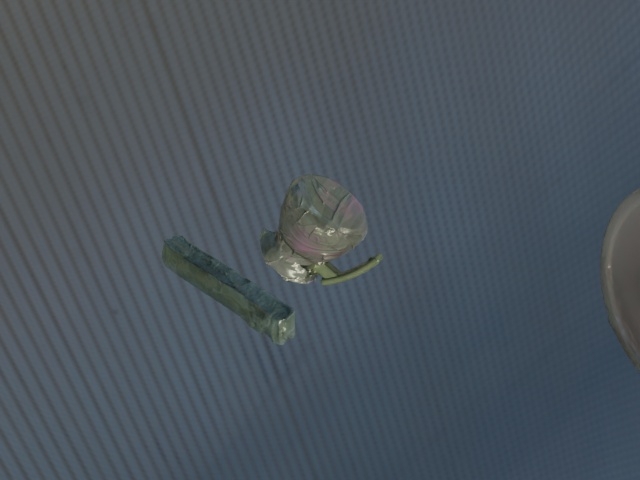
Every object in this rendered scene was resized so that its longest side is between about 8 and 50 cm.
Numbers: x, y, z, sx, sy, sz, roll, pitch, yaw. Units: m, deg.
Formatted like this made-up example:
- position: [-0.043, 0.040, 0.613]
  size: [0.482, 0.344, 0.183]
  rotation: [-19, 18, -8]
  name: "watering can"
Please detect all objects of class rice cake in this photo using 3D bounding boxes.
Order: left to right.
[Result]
- position: [-0.060, 0.031, 0.843]
  size: [0.022, 0.121, 0.022]
  rotation: [-28, 134, -36]
  name: "rice cake"

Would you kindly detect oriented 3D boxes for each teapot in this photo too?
- position: [0.000, 0.000, 0.915]
  size: [0.064, 0.083, 0.064]
  rotation: [-50, 178, 31]
  name: "teapot"

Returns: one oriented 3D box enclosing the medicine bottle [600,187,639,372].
- position: [0.285, -0.006, 0.643]
  size: [0.296, 0.111, 0.161]
  rotation: [-12, 79, -26]
  name: "medicine bottle"
